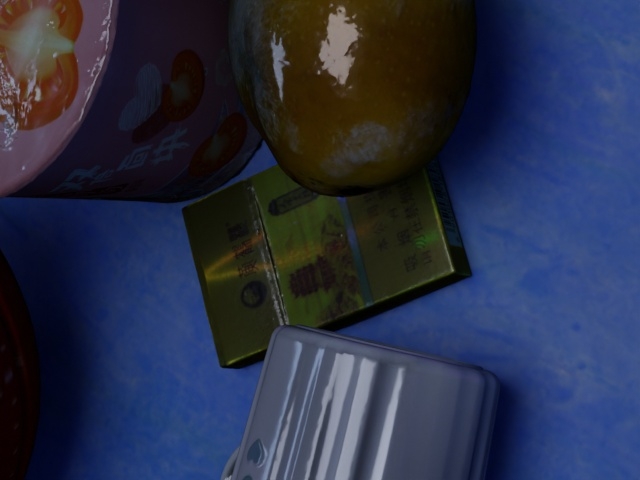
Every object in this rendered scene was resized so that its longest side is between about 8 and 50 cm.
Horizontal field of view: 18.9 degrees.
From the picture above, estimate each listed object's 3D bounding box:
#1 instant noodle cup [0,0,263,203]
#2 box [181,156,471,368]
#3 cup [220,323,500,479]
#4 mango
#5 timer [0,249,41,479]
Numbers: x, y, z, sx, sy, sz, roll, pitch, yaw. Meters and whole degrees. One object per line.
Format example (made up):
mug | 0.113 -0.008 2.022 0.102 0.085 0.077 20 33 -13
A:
instant noodle cup | -0.165 -0.128 1.305 0.243 0.231 0.243 -4 82 32
box | 0.000 0.000 1.307 0.193 0.030 0.121 -23 72 27
cup | -0.001 0.159 1.212 0.221 0.167 0.202 12 88 30
mango | 0.010 -0.167 1.232 0.193 0.146 0.316 118 148 -47
timer | -0.385 0.098 1.355 0.378 0.279 0.378 6 114 14
